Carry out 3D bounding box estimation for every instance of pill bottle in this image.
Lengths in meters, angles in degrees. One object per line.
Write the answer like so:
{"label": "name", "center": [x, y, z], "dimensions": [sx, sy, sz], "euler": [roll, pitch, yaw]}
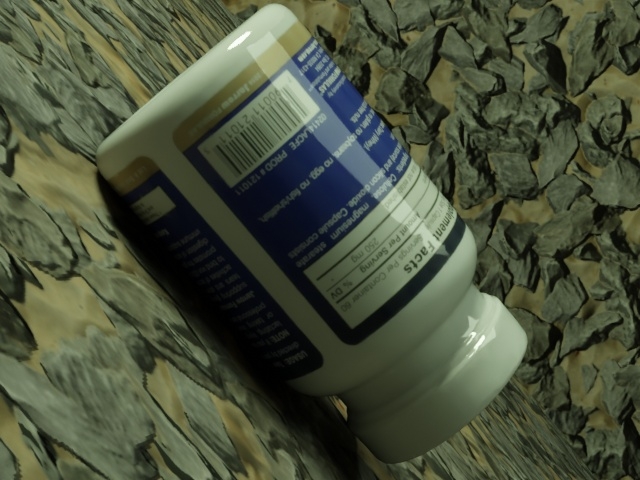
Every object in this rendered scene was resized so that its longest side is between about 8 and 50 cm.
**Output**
{"label": "pill bottle", "center": [0.000, 0.000, 0.839], "dimensions": [0.265, 0.153, 0.153], "euler": [50, 8, -10]}
